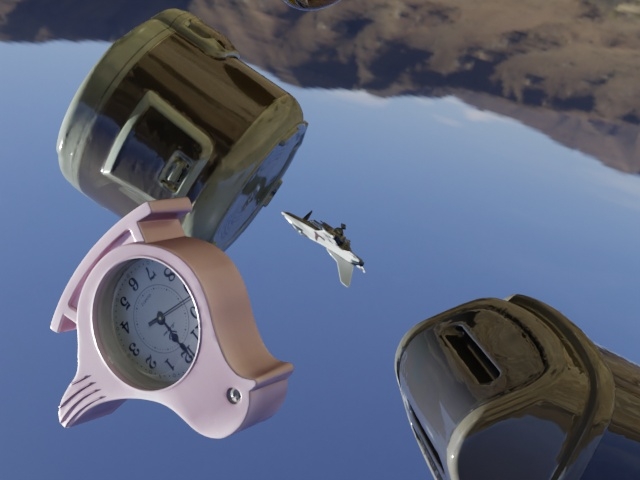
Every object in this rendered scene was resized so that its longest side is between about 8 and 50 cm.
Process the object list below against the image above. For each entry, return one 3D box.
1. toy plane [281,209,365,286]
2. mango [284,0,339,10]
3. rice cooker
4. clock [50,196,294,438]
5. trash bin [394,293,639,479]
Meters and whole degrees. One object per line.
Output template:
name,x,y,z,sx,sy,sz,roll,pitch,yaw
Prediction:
toy plane,0.015,-0.007,1.768,0.234,0.082,0.160,48,177,28
mango,0.008,-0.465,1.350,0.119,0.176,0.317,41,-140,-31
rice cooker,-0.224,-0.165,1.349,0.325,0.335,0.335,35,-162,4
clock,-0.195,0.138,1.010,0.275,0.290,0.080,52,-154,14
trash bin,0.207,0.165,0.689,0.290,0.182,0.209,24,-170,-14
